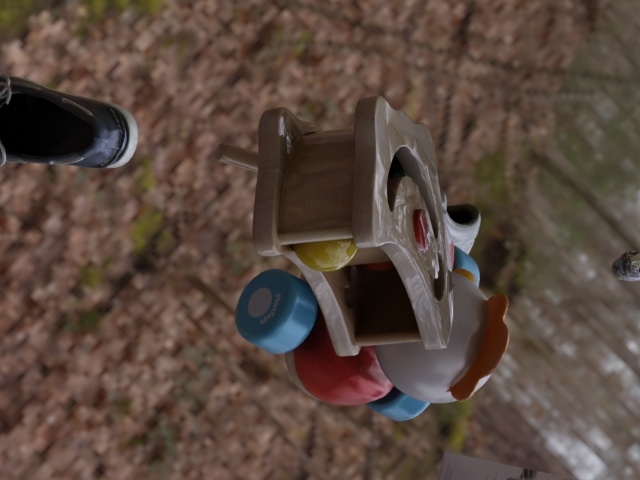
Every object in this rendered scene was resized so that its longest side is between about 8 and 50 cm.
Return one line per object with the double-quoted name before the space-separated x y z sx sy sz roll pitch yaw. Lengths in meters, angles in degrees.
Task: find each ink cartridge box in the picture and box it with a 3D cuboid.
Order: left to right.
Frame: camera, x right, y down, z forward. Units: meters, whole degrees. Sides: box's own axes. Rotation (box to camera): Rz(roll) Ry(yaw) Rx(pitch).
"ink cartridge box" 0.195 0.266 1.711 0.104 0.180 0.060 91 13 -53

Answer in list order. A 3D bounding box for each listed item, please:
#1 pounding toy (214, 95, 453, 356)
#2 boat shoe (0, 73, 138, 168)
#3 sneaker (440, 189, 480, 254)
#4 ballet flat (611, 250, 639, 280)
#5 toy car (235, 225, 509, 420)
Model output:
"pounding toy" 0.000 0.000 1.223 0.155 0.154 0.269 -6 173 16
"boat shoe" -0.311 -0.119 1.857 0.079 0.254 0.095 3 101 -64
"sneaker" 0.083 -0.027 2.168 0.100 0.271 0.108 44 -68 43
"ballet flat" 0.401 0.027 2.153 0.114 0.041 0.041 -3 173 -22
"toy car" 0.093 0.062 1.631 0.238 0.219 0.210 11 -106 47
